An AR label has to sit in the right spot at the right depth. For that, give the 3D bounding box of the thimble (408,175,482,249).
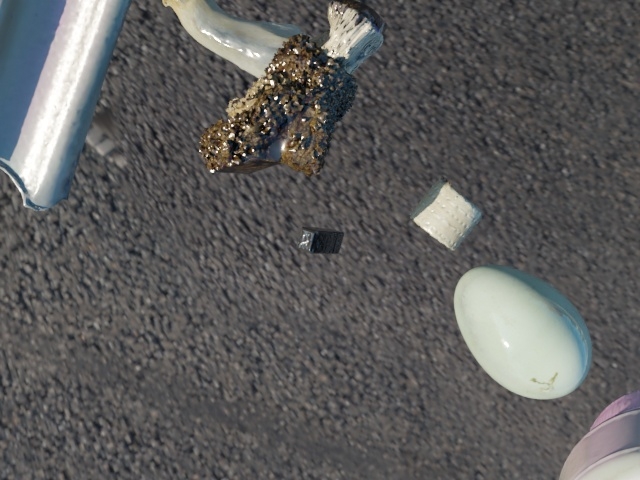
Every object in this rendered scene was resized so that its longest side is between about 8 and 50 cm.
[{"bbox_3d":[0.213,-0.046,1.833,0.102,0.115,0.090,35,97,-24],"label":"thimble"}]

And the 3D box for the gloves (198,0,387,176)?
[{"bbox_3d":[-0.029,-0.191,1.470,0.312,0.210,0.135,-44,112,-2],"label":"gloves"}]

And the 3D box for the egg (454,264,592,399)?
[{"bbox_3d":[0.335,0.149,1.818,0.183,0.183,0.264,-45,78,0],"label":"egg"}]

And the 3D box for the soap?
[{"bbox_3d":[-0.286,-0.226,1.021,0.158,0.258,0.302,14,112,-33],"label":"soap"}]

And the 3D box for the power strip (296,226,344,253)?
[{"bbox_3d":[0.000,0.000,1.674,0.111,0.029,0.038,4,103,-64],"label":"power strip"}]

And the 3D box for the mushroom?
[{"bbox_3d":[-0.116,-0.309,1.631,0.278,0.099,0.096,27,93,9],"label":"mushroom"}]

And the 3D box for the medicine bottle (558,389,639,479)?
[{"bbox_3d":[0.390,0.306,1.229,0.241,0.302,0.241,3,102,16],"label":"medicine bottle"}]
